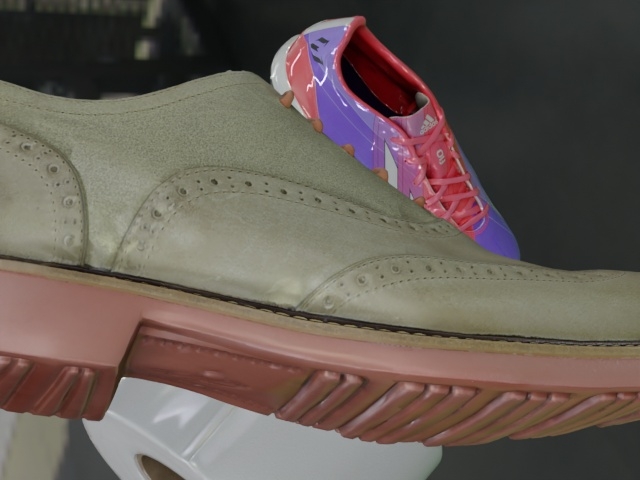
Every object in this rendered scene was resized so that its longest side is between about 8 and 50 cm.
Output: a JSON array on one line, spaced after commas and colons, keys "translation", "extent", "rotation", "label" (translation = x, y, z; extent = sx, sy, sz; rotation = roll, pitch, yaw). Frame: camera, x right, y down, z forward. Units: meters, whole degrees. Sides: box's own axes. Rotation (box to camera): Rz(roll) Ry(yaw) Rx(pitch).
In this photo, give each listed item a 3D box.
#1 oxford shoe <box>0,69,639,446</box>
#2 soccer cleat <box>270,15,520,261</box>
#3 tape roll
[{"translation": [0.000, 0.000, 0.728], "extent": [0.140, 0.397, 0.147], "rotation": [139, 136, -65], "label": "oxford shoe"}, {"translation": [0.088, -0.073, 1.663], "extent": [0.318, 0.108, 0.116], "rotation": [49, 147, -12], "label": "soccer cleat"}, {"translation": [-0.047, 0.159, 1.445], "extent": [0.246, 0.169, 0.246], "rotation": [36, 158, 17], "label": "tape roll"}]
